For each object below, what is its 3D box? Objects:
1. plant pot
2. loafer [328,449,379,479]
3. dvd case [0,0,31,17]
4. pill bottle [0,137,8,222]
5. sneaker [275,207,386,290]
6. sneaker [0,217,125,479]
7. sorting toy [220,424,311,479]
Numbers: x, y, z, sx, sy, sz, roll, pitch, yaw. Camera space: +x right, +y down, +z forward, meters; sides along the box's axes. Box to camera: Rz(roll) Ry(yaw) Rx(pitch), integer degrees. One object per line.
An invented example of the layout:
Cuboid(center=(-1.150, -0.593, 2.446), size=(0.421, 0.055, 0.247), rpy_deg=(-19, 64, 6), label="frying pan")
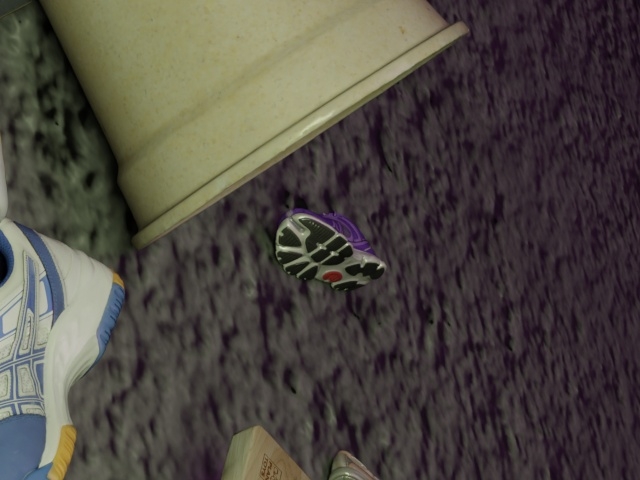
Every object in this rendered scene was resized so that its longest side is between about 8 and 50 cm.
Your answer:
Cuboid(center=(-0.098, -0.208, 1.552), size=(0.305, 0.334, 0.334), rpy_deg=(56, 29, -2), label="plant pot")
Cuboid(center=(0.054, 0.245, 1.759), size=(0.125, 0.045, 0.039), rpy_deg=(47, 28, -29), label="loafer")
Cuboid(center=(-0.322, -0.231, 1.458), size=(0.164, 0.018, 0.221), rpy_deg=(63, 29, -11), label="dvd case")
Cuboid(center=(-0.299, -0.124, 1.296), size=(0.136, 0.136, 0.245), rpy_deg=(16, 59, -56), label="pill bottle")
Cuboid(center=(0.000, 0.000, 1.829), size=(0.170, 0.068, 0.071), rpy_deg=(32, 30, -60), label="sneaker")
Cuboid(center=(-0.240, 0.109, 1.310), size=(0.131, 0.112, 0.296), rpy_deg=(34, 39, -21), label="sneaker")
Cuboid(center=(-0.033, 0.321, 1.396), size=(0.255, 0.089, 0.257), rpy_deg=(51, 33, -30), label="sorting toy")
